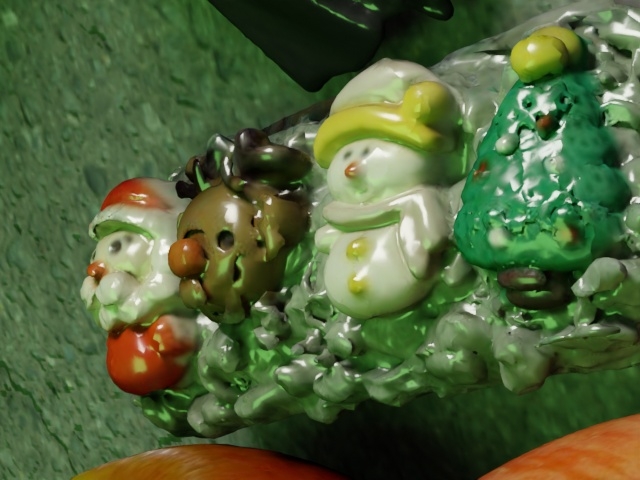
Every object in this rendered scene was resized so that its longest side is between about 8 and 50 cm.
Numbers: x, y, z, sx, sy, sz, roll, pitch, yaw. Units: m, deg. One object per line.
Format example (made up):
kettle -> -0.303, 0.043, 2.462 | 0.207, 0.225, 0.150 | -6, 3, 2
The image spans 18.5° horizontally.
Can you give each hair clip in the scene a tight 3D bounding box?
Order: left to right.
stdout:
hair clip -> -0.001, -0.001, 0.738 | 0.321, 0.091, 0.138 | -19, 63, 50

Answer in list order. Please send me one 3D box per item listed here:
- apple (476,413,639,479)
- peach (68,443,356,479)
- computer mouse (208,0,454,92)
apple -> 0.113, 0.154, 0.620 | 0.164, 0.209, 0.209 | -19, 93, 66
peach -> -0.050, 0.252, 0.792 | 0.307, 0.307, 0.332 | 8, 114, 48
computer mouse -> -0.050, -0.163, 0.757 | 0.264, 0.088, 0.147 | 43, 138, 24
